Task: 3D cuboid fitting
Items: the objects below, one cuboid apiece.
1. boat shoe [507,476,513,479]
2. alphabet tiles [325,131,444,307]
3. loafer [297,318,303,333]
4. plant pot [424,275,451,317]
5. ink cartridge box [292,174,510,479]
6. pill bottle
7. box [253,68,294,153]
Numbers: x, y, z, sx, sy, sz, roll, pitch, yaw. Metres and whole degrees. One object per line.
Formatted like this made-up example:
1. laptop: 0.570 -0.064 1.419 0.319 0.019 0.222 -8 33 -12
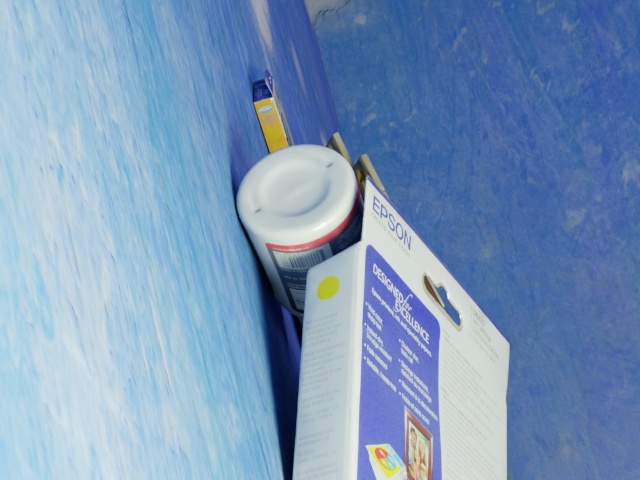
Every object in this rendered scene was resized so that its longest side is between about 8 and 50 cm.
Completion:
1. boat shoe: 0.139 0.325 1.520 0.500 0.186 0.156 28 52 -77
2. alphabet tiles: 0.078 0.029 1.933 0.343 0.011 0.285 63 -18 11
3. loafer: 0.036 0.133 1.459 0.084 0.096 0.268 -91 168 -51
4. plant pot: 0.073 0.081 1.750 0.167 0.167 0.165 55 11 -77
5. ink cartridge box: 0.079 0.154 1.209 0.303 0.072 0.307 47 35 -43
6. pill bottle: -0.003 0.009 1.268 0.180 0.107 0.108 70 6 -50
7. box: -0.053 -0.133 1.666 0.081 0.028 0.136 -95 167 -66
